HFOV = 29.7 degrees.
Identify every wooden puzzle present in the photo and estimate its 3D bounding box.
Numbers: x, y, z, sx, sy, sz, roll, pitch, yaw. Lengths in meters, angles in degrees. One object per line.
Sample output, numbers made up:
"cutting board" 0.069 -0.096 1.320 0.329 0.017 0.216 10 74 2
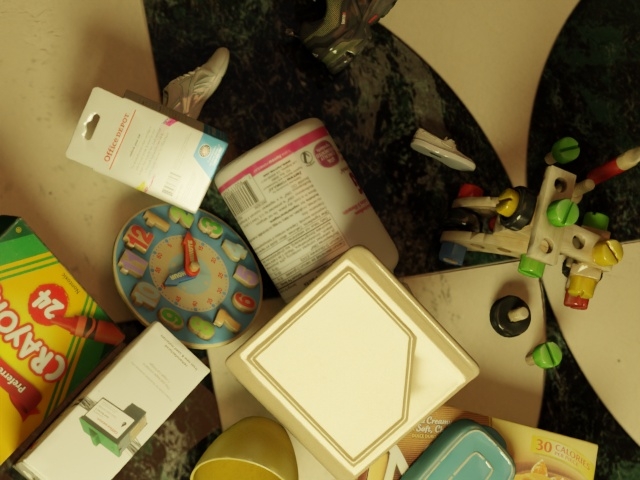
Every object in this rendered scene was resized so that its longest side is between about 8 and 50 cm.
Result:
"wooden puzzle" 0.038 0.151 1.471 0.238 0.044 0.221 -41 98 15

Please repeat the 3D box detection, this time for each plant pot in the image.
"plant pot" -0.082 0.275 1.488 0.134 0.134 0.095 29 43 -10

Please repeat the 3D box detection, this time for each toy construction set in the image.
"toy construction set" 0.336 -0.030 1.624 0.257 0.237 0.309 44 68 -4

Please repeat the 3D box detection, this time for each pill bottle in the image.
"pill bottle" 0.000 0.000 1.547 0.160 0.160 0.283 -31 91 -22

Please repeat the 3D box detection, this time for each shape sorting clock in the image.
"shape sorting clock" -0.165 0.041 1.524 0.206 0.040 0.206 15 52 -20

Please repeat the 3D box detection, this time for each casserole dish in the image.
"casserole dish" 0.171 0.307 1.506 0.114 0.037 0.188 47 70 -2

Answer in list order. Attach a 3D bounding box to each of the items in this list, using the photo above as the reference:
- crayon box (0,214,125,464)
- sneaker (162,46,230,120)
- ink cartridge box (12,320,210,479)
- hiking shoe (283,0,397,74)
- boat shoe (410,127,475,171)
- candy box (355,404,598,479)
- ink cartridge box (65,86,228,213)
"crayon box" -0.408 0.149 1.395 0.318 0.081 0.202 -47 115 -20
"sneaker" -0.171 -0.202 1.598 0.061 0.053 0.152 32 71 -6
"ink cartridge box" -0.249 0.211 1.421 0.092 0.160 0.219 43 70 -4
"hiking shoe" 0.046 -0.348 1.684 0.114 0.086 0.227 36 70 -11
"boat shoe" 0.177 -0.130 1.705 0.100 0.035 0.035 23 74 -5
"candy box" 0.195 0.321 1.577 0.316 0.087 0.183 16 73 -13
"ink cartridge box" -0.220 -0.121 1.536 0.181 0.061 0.104 24 104 -12
